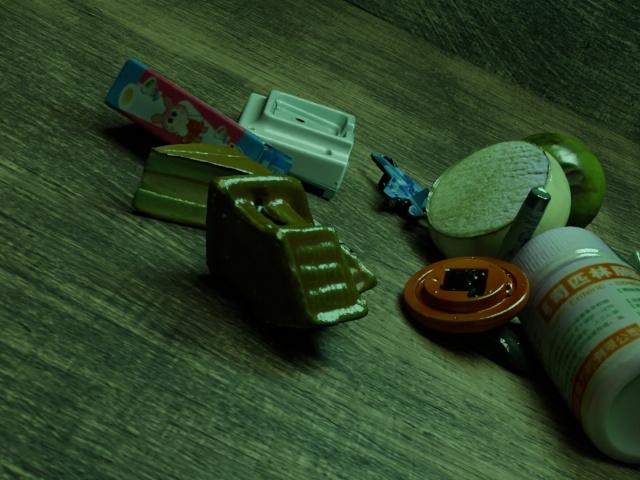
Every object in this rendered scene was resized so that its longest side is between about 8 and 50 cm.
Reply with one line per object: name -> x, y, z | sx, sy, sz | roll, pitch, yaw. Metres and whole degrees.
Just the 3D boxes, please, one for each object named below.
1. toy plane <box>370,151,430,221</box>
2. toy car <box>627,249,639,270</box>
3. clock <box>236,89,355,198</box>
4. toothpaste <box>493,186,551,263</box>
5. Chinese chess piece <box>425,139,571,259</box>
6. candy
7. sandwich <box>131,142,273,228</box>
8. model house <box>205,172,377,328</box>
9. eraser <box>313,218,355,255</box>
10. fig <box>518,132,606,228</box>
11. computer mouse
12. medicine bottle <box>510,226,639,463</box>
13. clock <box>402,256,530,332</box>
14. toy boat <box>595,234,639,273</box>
toy plane -> 0.161, -0.109, 2.117 | 0.169, 0.078, 0.246 | 7, 22, -38
toy car -> 0.786, 0.130, 2.129 | 0.242, 0.226, 0.336 | 15, 51, -26
clock -> -0.050, -0.211, 2.064 | 0.231, 0.116, 0.262 | 23, 22, -6
toothpaste -> 0.330, 0.014, 1.804 | 0.062, 0.239, 0.039 | 4, 36, -26
Chinese chess piece -> 0.327, -0.064, 1.938 | 0.112, 0.270, 0.270 | 51, 7, -33
candy -> -0.210, -0.188, 1.810 | 0.306, 0.100, 0.157 | 34, 5, 17
sandwich -> -0.172, -0.070, 1.617 | 0.144, 0.117, 0.187 | 32, 22, 24
model house -> -0.019, 0.031, 1.486 | 0.239, 0.173, 0.268 | 39, 28, 31
eraser -> 0.000, 0.000, 1.762 | 0.122, 0.029, 0.052 | 38, 25, 29
fig -> 0.504, -0.110, 2.288 | 0.239, 0.239, 0.271 | 43, 10, 35
computer mouse -> 0.291, 0.164, 1.691 | 0.135, 0.047, 0.079 | 34, 24, 13
medicine bottle -> 0.450, 0.151, 1.660 | 0.219, 0.219, 0.388 | 17, 24, -20
clock -> 0.235, 0.082, 1.695 | 0.205, 0.051, 0.205 | -7, 26, 4
toy boat -> 0.604, 0.110, 2.050 | 0.122, 0.114, 0.296 | -3, 34, -35
